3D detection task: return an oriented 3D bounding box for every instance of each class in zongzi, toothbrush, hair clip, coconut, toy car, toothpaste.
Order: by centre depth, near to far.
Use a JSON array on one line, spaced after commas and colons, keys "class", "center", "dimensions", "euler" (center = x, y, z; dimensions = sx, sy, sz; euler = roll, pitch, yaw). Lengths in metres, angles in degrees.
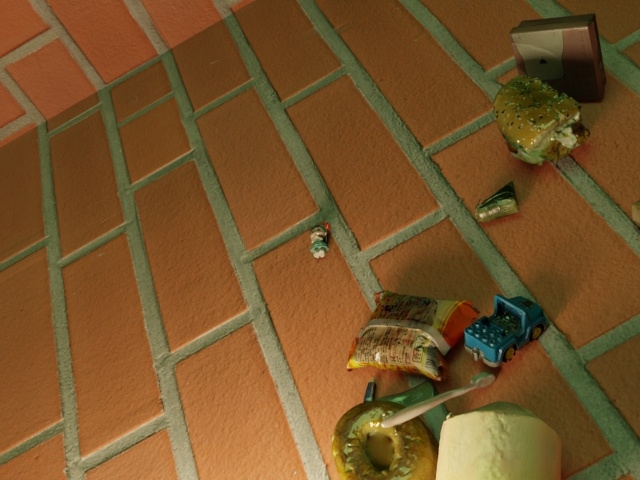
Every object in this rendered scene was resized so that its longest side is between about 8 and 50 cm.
[{"class": "coconut", "center": [0.323, 0.406, 1.565], "dimensions": [0.239, 0.239, 0.244], "euler": [-8, 47, 24]}, {"class": "toothbrush", "center": [0.238, 0.319, 1.745], "dimensions": [0.307, 0.025, 0.029], "euler": [-15, 21, -33]}, {"class": "toy car", "center": [0.390, 0.177, 1.827], "dimensions": [0.191, 0.100, 0.097], "euler": [-31, 41, -25]}, {"class": "hair clip", "center": [0.182, 0.344, 1.866], "dimensions": [0.137, 0.022, 0.054], "euler": [-22, 43, 10]}, {"class": "toothpaste", "center": [0.110, 0.342, 1.915], "dimensions": [0.027, 0.019, 0.083], "euler": [9, 52, 7]}, {"class": "zongzi", "center": [0.428, -0.096, 2.131], "dimensions": [0.109, 0.055, 0.119], "euler": [-19, 31, 17]}]

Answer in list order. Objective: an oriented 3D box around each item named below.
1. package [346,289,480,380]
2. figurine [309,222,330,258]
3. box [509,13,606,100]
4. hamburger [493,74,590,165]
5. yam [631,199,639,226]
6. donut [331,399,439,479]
[{"class": "package", "center": [0.196, 0.202, 1.935], "dimensions": [0.288, 0.108, 0.223], "euler": [4, 50, 37]}, {"class": "figurine", "center": [0.000, 0.000, 2.294], "dimensions": [0.060, 0.047, 0.106], "euler": [-23, 43, 23]}, {"class": "box", "center": [0.625, -0.474, 2.257], "dimensions": [0.215, 0.215, 0.086], "euler": [3, 41, 35]}, {"class": "hamburger", "center": [0.532, -0.291, 2.165], "dimensions": [0.192, 0.168, 0.288], "euler": [-34, 41, -6]}, {"class": "yam", "center": [0.830, -0.146, 1.916], "dimensions": [0.356, 0.081, 0.081], "euler": [-36, 41, -7]}, {"class": "donut", "center": [0.134, 0.435, 1.727], "dimensions": [0.208, 0.128, 0.261], "euler": [-31, 41, -2]}]
